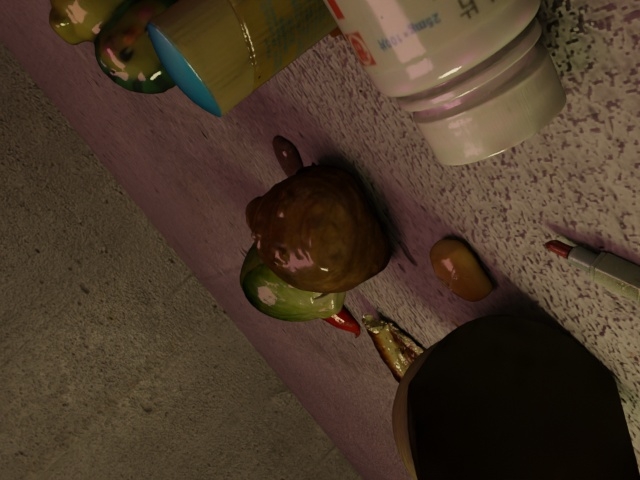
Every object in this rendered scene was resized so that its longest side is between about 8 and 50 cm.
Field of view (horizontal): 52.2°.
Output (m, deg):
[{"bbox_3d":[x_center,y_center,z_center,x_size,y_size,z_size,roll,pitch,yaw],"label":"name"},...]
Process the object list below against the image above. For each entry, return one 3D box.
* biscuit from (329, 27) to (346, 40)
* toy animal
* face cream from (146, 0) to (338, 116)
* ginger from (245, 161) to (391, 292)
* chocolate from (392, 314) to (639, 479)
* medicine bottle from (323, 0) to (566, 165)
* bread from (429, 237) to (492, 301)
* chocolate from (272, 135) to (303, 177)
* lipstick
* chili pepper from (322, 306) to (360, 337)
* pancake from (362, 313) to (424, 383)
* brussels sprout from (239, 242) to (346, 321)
[{"bbox_3d":[0.034,-0.285,0.828,0.092,0.016,0.082,36,153,27],"label":"biscuit"},{"bbox_3d":[-0.365,-0.418,1.179,0.338,0.216,0.191,47,-172,-7],"label":"toy animal"},{"bbox_3d":[-0.041,-0.239,0.663,0.067,0.285,0.139,38,159,25],"label":"face cream"},{"bbox_3d":[0.003,0.001,1.160,0.200,0.223,0.270,15,139,45],"label":"ginger"},{"bbox_3d":[0.269,0.301,1.025,0.297,0.313,0.326,102,160,-66],"label":"chocolate"},{"bbox_3d":[0.096,-0.220,0.582,0.293,0.170,0.170,57,159,-21],"label":"medicine bottle"},{"bbox_3d":[0.216,0.052,1.032,0.115,0.056,0.082,55,160,-21],"label":"bread"},{"bbox_3d":[-0.066,-0.154,1.280,0.064,0.031,0.101,38,161,38],"label":"chocolate"},{"bbox_3d":[0.328,0.028,0.783,0.129,0.030,0.030,32,156,38],"label":"lipstick"},{"bbox_3d":[-0.051,0.128,1.721,0.368,0.092,0.137,43,172,22],"label":"chili pepper"},{"bbox_3d":[0.195,0.286,1.539,0.257,0.056,0.212,42,161,16],"label":"pancake"},{"bbox_3d":[-0.058,0.084,1.488,0.271,0.210,0.219,12,148,34],"label":"brussels sprout"}]
